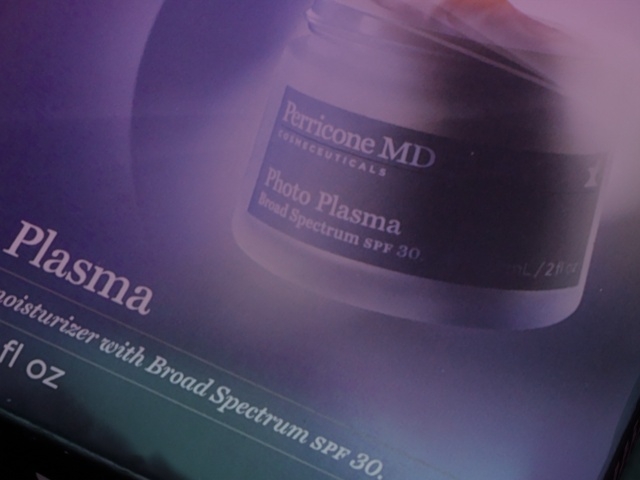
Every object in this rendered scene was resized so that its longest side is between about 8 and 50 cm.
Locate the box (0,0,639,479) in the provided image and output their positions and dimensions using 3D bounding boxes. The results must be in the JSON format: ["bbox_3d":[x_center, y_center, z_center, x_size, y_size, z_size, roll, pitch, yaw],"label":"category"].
[{"bbox_3d":[0.000,0.000,0.709,0.296,0.182,0.294,23,64,13],"label":"box"}]
